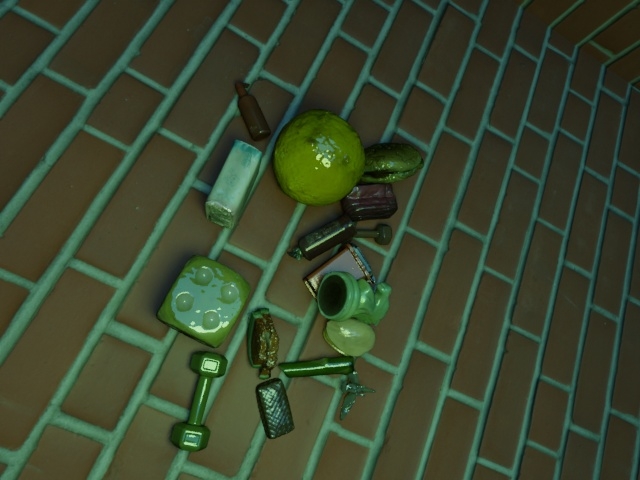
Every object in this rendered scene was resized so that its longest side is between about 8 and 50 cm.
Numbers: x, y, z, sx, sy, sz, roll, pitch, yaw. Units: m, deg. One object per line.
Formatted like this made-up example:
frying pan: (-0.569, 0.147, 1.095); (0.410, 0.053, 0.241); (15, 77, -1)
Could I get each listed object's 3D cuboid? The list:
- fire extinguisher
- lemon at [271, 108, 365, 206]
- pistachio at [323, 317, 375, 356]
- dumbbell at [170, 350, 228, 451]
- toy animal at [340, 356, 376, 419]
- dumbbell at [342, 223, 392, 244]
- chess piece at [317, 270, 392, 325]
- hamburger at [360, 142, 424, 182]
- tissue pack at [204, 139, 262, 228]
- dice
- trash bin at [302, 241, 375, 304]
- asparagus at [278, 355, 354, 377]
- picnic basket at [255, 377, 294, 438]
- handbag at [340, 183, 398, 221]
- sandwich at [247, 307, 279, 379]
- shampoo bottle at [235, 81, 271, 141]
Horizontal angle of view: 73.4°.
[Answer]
fire extinguisher: (0.000, 0.000, 1.623); (0.268, 0.105, 0.105); (-30, 87, -1)
lemon: (-0.019, -0.300, 1.603); (0.349, 0.387, 0.350); (34, 43, -38)
pistachio: (0.112, 0.356, 1.599); (0.200, 0.117, 0.145); (17, 52, -17)
dumbbell: (-0.392, 0.518, 1.400); (0.121, 0.108, 0.302); (15, 73, -15)
toy animal: (0.139, 0.553, 1.574); (0.155, 0.095, 0.219); (11, 75, -6)
dumbbell: (0.177, -0.027, 1.736); (0.230, 0.092, 0.082); (2, 105, -17)
chess piece: (0.146, 0.213, 1.524); (0.298, 0.175, 0.176); (18, 70, -40)
hamburger: (0.270, -0.326, 1.751); (0.285, 0.265, 0.135); (-39, 122, -43)
tissue pack: (-0.314, -0.199, 1.552); (0.124, 0.201, 0.271); (23, 71, -4)
dice: (-0.383, 0.203, 1.419); (0.233, 0.227, 0.238); (30, 68, -11)
trash bin: (0.069, 0.142, 1.628); (0.238, 0.161, 0.185); (-34, 89, -15)
asparagus: (-0.013, 0.457, 1.539); (0.277, 0.067, 0.060); (-6, 35, -4)
picnic basket: (-0.156, 0.585, 1.492); (0.110, 0.055, 0.194); (-14, 83, -21)
handbag: (0.195, -0.150, 1.740); (0.224, 0.146, 0.136); (-5, 74, -18)
sandwich: (-0.203, 0.364, 1.484); (0.079, 0.159, 0.235); (1, 96, -23)
shampoo bottle: (-0.277, -0.518, 1.707); (0.085, 0.085, 0.245); (-20, 82, -22)
